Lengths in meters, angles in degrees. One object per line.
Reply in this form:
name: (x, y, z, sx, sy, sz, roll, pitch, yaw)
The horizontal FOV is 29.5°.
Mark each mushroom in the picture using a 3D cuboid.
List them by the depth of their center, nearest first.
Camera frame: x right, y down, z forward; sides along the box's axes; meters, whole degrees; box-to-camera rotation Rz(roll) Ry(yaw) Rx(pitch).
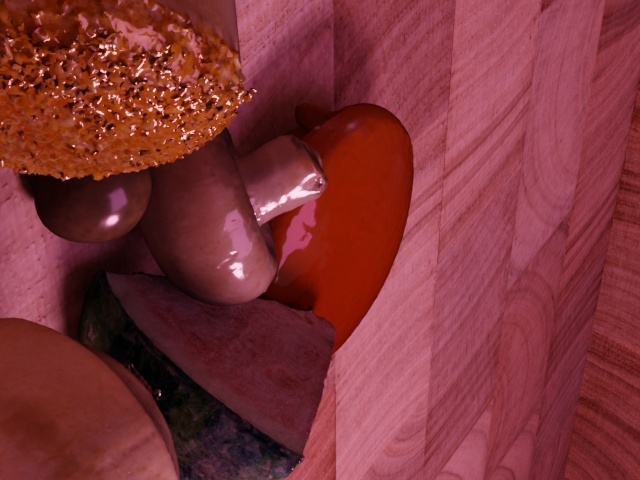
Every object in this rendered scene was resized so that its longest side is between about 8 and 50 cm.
mushroom: (-0.087, -0.043, 1.222, 0.204, 0.204, 0.204, -44, 147, -40)

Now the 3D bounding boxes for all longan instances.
longan: (-0.216, -0.050, 1.112, 0.119, 0.106, 0.106, 29, 82, -25)

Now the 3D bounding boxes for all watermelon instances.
watermelon: (-0.093, 0.185, 1.267, 0.292, 0.250, 0.283, -6, 143, -18)

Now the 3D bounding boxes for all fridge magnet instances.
fridge magnet: (0.000, 0.000, 1.501, 0.363, 0.155, 0.363, -45, 148, -39)

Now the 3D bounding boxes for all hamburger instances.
hamburger: (-0.195, -0.138, 0.855, 0.294, 0.276, 0.179, 16, 71, -28)

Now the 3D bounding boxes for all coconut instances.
coconut: (-0.275, 0.231, 1.002, 0.323, 0.323, 0.323, -44, 147, -40)
